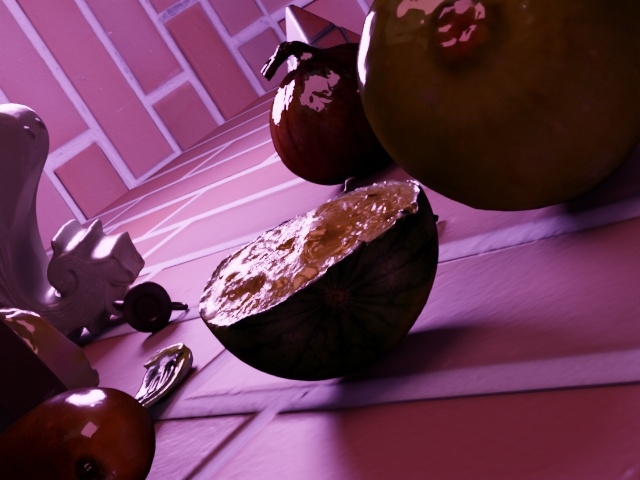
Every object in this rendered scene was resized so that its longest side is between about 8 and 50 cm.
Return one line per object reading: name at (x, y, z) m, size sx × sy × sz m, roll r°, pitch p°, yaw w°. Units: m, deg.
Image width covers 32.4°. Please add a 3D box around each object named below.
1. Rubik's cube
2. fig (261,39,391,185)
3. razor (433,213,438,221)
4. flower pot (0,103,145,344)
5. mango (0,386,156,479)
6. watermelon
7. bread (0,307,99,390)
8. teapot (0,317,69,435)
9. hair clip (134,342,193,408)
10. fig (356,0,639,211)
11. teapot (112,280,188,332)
Rubik's cube at (0.046, -0.270, 2.011) m, size 0.233 × 0.229 × 0.228 m, roll 14°, pitch 80°, yaw 24°
fig at (0.033, -0.188, 1.598) m, size 0.235 × 0.214 × 0.235 m, roll -6°, pitch 16°, yaw 2°
razor at (0.038, 0.033, 1.076) m, size 0.082 × 0.042 × 0.253 m, roll 17°, pitch 35°, yaw 17°
flower pot at (-0.455, -0.003, 1.670) m, size 0.254 × 0.367 × 0.164 m, roll -31°, pitch 16°, yaw 12°
mango at (-0.215, 0.188, 0.926) m, size 0.267 × 0.111 × 0.133 m, roll -23°, pitch 31°, yaw 49°
watermelon at (0.010, 0.040, 0.901) m, size 0.204 × 0.127 × 0.232 m, roll -36°, pitch 14°, yaw -14°
bread at (-0.396, 0.181, 1.319) m, size 0.261 × 0.158 × 0.156 m, roll -33°, pitch 15°, yaw 11°
teapot at (-0.427, 0.184, 1.064) m, size 0.233 × 0.315 × 0.312 m, roll 28°, pitch 64°, yaw 39°
hair clip at (-0.175, 0.152, 1.152) m, size 0.060 × 0.033 × 0.188 m, roll -26°, pitch 11°, yaw 19°
fig at (0.176, -0.152, 0.989) m, size 0.258 × 0.258 × 0.326 m, roll -28°, pitch -7°, yaw 20°
teapot at (-0.227, 0.087, 1.471) m, size 0.100 × 0.067 × 0.045 m, roll 2°, pitch 6°, yaw -10°
